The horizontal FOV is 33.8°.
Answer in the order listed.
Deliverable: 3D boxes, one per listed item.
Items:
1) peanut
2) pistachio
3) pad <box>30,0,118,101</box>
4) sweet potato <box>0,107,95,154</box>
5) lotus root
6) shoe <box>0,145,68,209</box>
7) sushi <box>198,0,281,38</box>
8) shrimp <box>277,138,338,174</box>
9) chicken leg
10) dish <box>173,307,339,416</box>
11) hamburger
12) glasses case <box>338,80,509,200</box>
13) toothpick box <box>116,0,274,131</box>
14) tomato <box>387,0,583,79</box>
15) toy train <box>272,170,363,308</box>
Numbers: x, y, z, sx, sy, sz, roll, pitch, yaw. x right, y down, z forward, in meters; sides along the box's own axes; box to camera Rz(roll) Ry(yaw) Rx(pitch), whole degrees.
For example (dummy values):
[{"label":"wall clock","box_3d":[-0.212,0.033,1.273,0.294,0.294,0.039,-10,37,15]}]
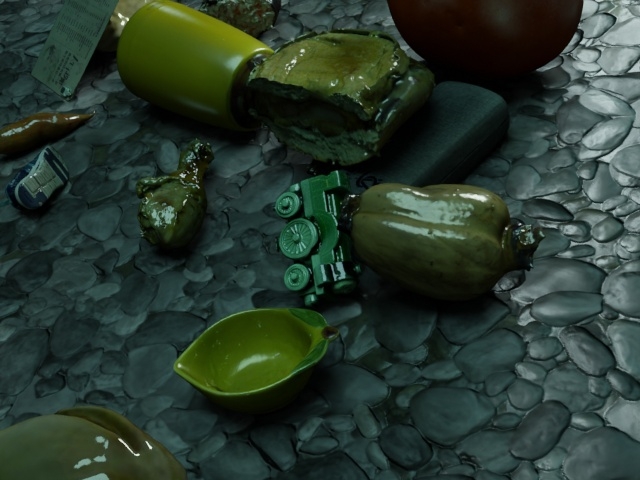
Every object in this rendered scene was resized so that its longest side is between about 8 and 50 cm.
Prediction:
[{"label":"peanut","box_3d":[-0.369,-0.482,2.031,0.153,0.140,0.325,-10,43,30]},{"label":"pistachio","box_3d":[-0.271,0.284,1.165,0.288,0.197,0.166,0,-1,32]},{"label":"pad","box_3d":[-0.444,-0.399,1.935,0.159,0.009,0.265,33,98,41]},{"label":"sweet potato","box_3d":[-0.479,-0.194,1.816,0.194,0.056,0.056,-21,42,-16]},{"label":"lotus root","box_3d":[0.151,-0.006,1.345,0.256,0.140,0.154,15,57,9]},{"label":"shoe","box_3d":[-0.460,-0.098,1.700,0.071,0.064,0.143,-14,33,29]},{"label":"sushi","box_3d":[-0.147,-0.423,1.935,0.150,0.091,0.078,-2,40,17]},{"label":"shrimp","box_3d":[0.006,-0.167,1.647,0.150,0.051,0.217,7,38,27]},{"label":"chicken leg","box_3d":[-0.217,-0.072,1.577,0.103,0.088,0.228,-14,43,21]},{"label":"dish","box_3d":[-0.071,0.157,1.290,0.207,0.080,0.149,-10,38,7]},{"label":"hamburger","box_3d":[0.040,-0.225,1.547,0.211,0.132,0.308,-39,35,-28]},{"label":"glasses case","box_3d":[0.139,-0.117,1.529,0.131,0.074,0.323,24,55,38]},{"label":"toothpick box","box_3d":[-0.190,-0.281,1.734,0.271,0.175,0.175,27,56,33]},{"label":"tomato","box_3d":[0.255,-0.416,1.640,0.321,0.322,0.322,-8,42,8]},{"label":"toy train","box_3d":[0.000,0.000,1.406,0.104,0.071,0.178,-16,68,20]}]
